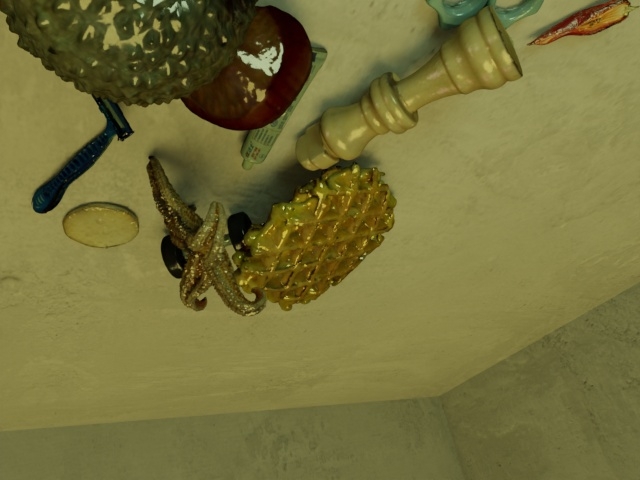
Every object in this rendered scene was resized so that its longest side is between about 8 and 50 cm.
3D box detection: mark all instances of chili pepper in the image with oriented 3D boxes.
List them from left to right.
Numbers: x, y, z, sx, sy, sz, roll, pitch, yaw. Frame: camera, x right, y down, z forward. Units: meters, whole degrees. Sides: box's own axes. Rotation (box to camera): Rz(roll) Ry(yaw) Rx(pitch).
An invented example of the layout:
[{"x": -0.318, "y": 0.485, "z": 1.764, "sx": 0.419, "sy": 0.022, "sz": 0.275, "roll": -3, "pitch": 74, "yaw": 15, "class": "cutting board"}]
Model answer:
[{"x": 0.424, "y": -0.353, "z": 0.849, "sx": 0.178, "sy": 0.027, "sz": 0.045, "roll": -20, "pitch": 144, "yaw": 11, "class": "chili pepper"}]

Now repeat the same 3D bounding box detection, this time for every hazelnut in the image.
[{"x": -0.120, "y": -0.243, "z": 0.727, "sx": 0.201, "sy": 0.161, "sz": 0.170, "roll": 19, "pitch": 141, "yaw": 20, "class": "hazelnut"}]

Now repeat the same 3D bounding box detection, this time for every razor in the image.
[{"x": -0.405, "y": -0.133, "z": 0.878, "sx": 0.324, "sy": 0.093, "sz": 0.056, "roll": -33, "pitch": 179, "yaw": 36, "class": "razor"}]

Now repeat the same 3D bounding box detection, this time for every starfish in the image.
[{"x": -0.223, "y": 0.008, "z": 0.953, "sx": 0.113, "sy": 0.303, "sz": 0.312, "roll": -27, "pitch": 132, "yaw": -26, "class": "starfish"}]

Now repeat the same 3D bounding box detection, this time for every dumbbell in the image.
[{"x": -0.237, "y": 0.010, "z": 1.121, "sx": 0.191, "sy": 0.100, "sz": 0.100, "roll": -17, "pitch": 149, "yaw": 6, "class": "dumbbell"}]

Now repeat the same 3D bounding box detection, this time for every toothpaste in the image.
[{"x": -0.078, "y": -0.213, "z": 0.871, "sx": 0.069, "sy": 0.047, "sz": 0.268, "roll": 22, "pitch": 135, "yaw": -17, "class": "toothpaste"}]

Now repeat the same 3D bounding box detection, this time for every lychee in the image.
[{"x": -0.202, "y": -0.269, "z": 0.550, "sx": 0.255, "sy": 0.256, "sz": 0.274, "roll": 9, "pitch": 164, "yaw": -32, "class": "lychee"}]

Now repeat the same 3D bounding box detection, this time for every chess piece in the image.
[{"x": 0.117, "y": -0.222, "z": 0.853, "sx": 0.397, "sy": 0.117, "sz": 0.117, "roll": -24, "pitch": 148, "yaw": 30, "class": "chess piece"}]

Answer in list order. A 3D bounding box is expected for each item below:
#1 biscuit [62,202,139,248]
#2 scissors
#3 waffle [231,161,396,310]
[{"x": -0.446, "y": -0.027, "z": 1.060, "sx": 0.151, "sy": 0.020, "sz": 0.152, "roll": -10, "pitch": 149, "yaw": -6, "class": "biscuit"}, {"x": 0.270, "y": -0.425, "z": 0.671, "sx": 0.191, "sy": 0.030, "sz": 0.360, "roll": -2, "pitch": 148, "yaw": -15, "class": "scissors"}, {"x": 0.000, "y": 0.000, "z": 1.108, "sx": 0.382, "sy": 0.095, "sz": 0.379, "roll": -39, "pitch": 151, "yaw": 3, "class": "waffle"}]
